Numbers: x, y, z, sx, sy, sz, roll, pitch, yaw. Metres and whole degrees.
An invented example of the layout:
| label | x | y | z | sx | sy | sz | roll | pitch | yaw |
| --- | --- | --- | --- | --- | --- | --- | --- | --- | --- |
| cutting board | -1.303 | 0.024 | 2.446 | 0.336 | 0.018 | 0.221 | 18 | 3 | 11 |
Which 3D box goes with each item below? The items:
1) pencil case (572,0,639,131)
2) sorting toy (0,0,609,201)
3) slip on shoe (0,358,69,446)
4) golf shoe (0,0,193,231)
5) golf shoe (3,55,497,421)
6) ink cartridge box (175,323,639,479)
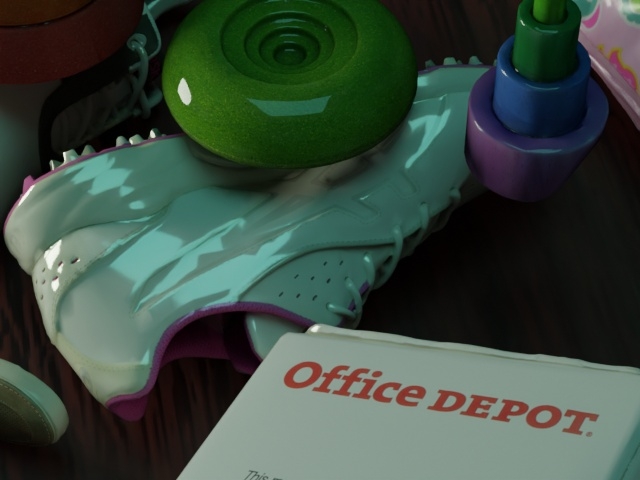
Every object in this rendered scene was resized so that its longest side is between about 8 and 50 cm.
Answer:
| label | x | y | z | sx | sy | sz | roll | pitch | yaw |
| --- | --- | --- | --- | --- | --- | --- | --- | --- | --- |
| pencil case | 0.233 | -0.052 | 0.864 | 0.124 | 0.124 | 0.284 | -14 | 54 | -13 |
| sorting toy | -0.038 | -0.126 | 0.770 | 0.365 | 0.126 | 0.127 | 17 | 51 | 15 |
| slip on shoe | -0.187 | 0.077 | 0.787 | 0.135 | 0.051 | 0.041 | 19 | 47 | 17 |
| golf shoe | -0.149 | -0.091 | 0.896 | 0.120 | 0.105 | 0.273 | 12 | 51 | 1 |
| golf shoe | 0.000 | 0.000 | 0.836 | 0.306 | 0.115 | 0.140 | -17 | 68 | -12 |
| ink cartridge box | 0.013 | 0.173 | 0.632 | 0.197 | 0.114 | 0.273 | 5 | 46 | 38 |
